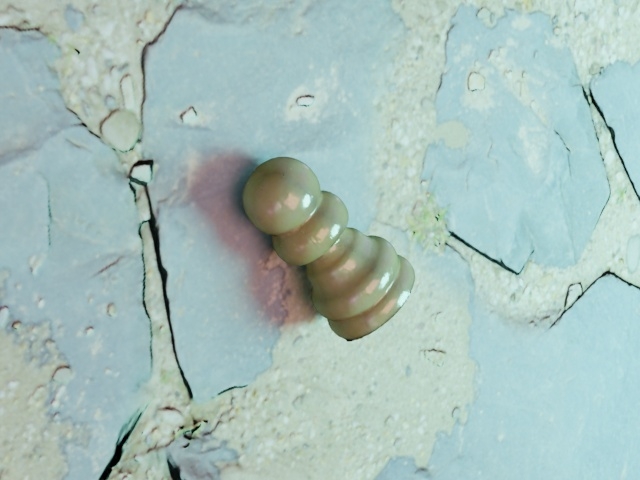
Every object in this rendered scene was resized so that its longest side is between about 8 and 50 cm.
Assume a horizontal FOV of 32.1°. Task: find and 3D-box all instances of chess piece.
[{"bbox_3d":[0.000,0.000,0.974,0.170,0.094,0.094,48,70,-26],"label":"chess piece"}]
